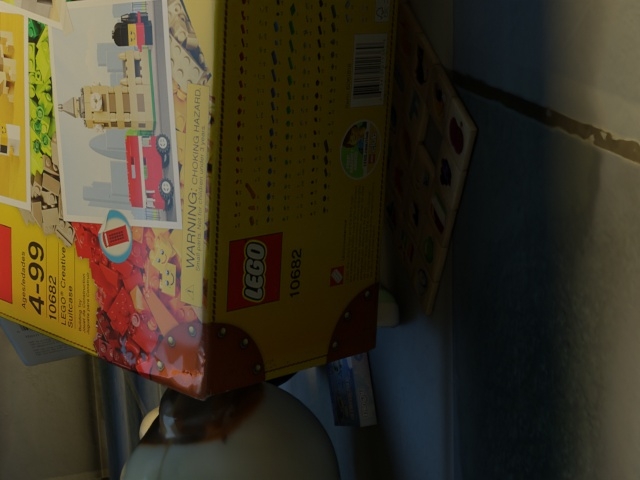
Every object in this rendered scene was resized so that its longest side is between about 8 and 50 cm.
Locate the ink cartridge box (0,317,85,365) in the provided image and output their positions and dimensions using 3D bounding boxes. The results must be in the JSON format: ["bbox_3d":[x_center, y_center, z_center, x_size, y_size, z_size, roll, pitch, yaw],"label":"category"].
[{"bbox_3d":[-0.316,-0.019,1.831,0.395,0.285,0.166,80,178,-56],"label":"ink cartridge box"}]

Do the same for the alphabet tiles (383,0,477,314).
[{"bbox_3d":[0.067,-0.091,1.124,0.198,0.009,0.237,98,158,-45],"label":"alphabet tiles"}]

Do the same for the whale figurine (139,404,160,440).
[{"bbox_3d":[-0.129,0.326,1.837,0.272,0.141,0.216,61,169,-13],"label":"whale figurine"}]

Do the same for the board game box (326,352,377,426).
[{"bbox_3d":[0.027,0.135,1.339,0.090,0.020,0.090,155,107,-72],"label":"board game box"}]

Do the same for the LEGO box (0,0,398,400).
[{"bbox_3d":[-0.136,-0.173,1.108,0.372,0.193,0.500,15,108,42],"label":"LEGO box"}]

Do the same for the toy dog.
[{"bbox_3d":[-0.078,0.299,1.205,0.395,0.284,0.408,-36,38,21],"label":"toy dog"}]

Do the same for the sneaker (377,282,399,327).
[{"bbox_3d":[-0.001,0.000,1.248,0.256,0.094,0.151,-157,66,-69],"label":"sneaker"}]

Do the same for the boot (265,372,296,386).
[{"bbox_3d":[-0.094,0.067,1.503,0.222,0.338,0.118,36,115,11],"label":"boot"}]
